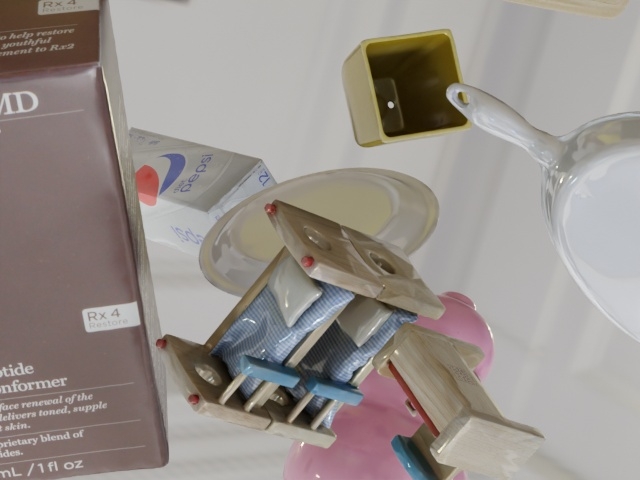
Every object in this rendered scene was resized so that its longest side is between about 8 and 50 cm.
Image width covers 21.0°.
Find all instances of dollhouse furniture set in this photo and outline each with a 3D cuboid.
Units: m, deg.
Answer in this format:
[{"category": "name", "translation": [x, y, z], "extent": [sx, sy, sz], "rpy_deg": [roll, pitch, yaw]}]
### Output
[{"category": "dollhouse furniture set", "translation": [0.013, 0.091, 1.053], "extent": [0.129, 0.129, 0.184], "rpy_deg": [21, -155, -44]}]

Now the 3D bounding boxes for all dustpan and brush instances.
[{"category": "dustpan and brush", "translation": [0.169, -0.037, 1.078], "extent": [0.211, 0.147, 0.060], "rpy_deg": [29, -155, -2]}]

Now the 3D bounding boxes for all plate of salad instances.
[{"category": "plate of salad", "translation": [0.000, 0.000, 1.395], "extent": [0.200, 0.048, 0.200], "rpy_deg": [-10, -150, 6]}]

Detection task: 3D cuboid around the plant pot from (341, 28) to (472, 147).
[{"category": "plant pot", "translation": [0.059, -0.113, 1.362], "extent": [0.081, 0.081, 0.083], "rpy_deg": [-10, 175, -24]}]

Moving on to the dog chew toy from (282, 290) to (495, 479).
[{"category": "dog chew toy", "translation": [0.093, 0.203, 1.916], "extent": [0.206, 0.332, 0.206], "rpy_deg": [21, 154, 11]}]

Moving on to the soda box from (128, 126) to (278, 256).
[{"category": "soda box", "translation": [-0.151, -0.049, 1.951], "extent": [0.286, 0.091, 0.098], "rpy_deg": [18, 147, 52]}]

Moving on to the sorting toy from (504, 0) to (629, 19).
[{"category": "sorting toy", "translation": [0.151, -0.283, 1.371], "extent": [0.307, 0.229, 0.041], "rpy_deg": [7, -131, -23]}]

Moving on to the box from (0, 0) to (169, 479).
[{"category": "box", "translation": [-0.229, 0.005, 1.310], "extent": [0.191, 0.381, 0.143], "rpy_deg": [-7, -146, -2]}]
